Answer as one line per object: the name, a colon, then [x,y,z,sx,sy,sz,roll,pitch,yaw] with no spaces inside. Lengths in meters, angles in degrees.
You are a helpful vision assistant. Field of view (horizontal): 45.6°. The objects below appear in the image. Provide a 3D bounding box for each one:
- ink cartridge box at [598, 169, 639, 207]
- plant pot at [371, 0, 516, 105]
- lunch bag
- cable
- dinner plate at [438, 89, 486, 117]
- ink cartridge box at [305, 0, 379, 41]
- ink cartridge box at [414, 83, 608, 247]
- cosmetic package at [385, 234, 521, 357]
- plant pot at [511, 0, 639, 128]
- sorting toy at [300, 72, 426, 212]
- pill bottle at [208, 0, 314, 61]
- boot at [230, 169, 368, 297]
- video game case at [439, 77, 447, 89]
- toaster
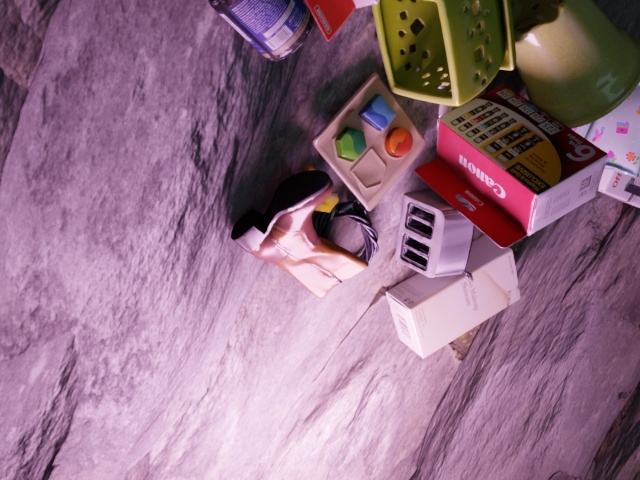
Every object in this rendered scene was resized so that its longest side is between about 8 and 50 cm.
ink cartridge box: [0.828,-0.199,2.010,0.273,0.114,0.196,15,102,-32]
plant pot: [0.263,-0.423,1.540,0.207,0.227,0.228,-28,121,-24]
lunch bag: [0.664,-0.293,1.826,0.262,0.160,0.223,21,101,9]
cable: [0.055,0.003,1.698,0.151,0.047,0.184,-30,122,-16]
dinner plate: [0.328,-0.307,1.733,0.141,0.017,0.141,-19,126,-28]
ink cartridge box: [0.028,-0.549,1.395,0.275,0.060,0.238,56,52,-33]
ink cartridge box: [0.399,-0.167,1.645,0.272,0.309,0.130,-29,142,-20]
cosmetic package: [0.329,0.135,1.869,0.310,0.113,0.160,-29,121,-15]
plant pot: [0.520,-0.427,1.647,0.276,0.276,0.254,-51,124,-2]
sorting toy: [0.085,-0.172,1.615,0.307,0.041,0.229,-49,122,-14]
pill bottle: [-0.124,-0.436,1.371,0.219,0.123,0.122,39,88,-35]
boot: [0.000,0.000,1.577,0.264,0.096,0.280,-39,125,24]
video game case: [0.318,-0.370,1.715,0.122,0.011,0.087,-45,125,-6]
toaster: [0.261,-0.012,1.725,0.110,0.186,0.167,-8,114,-35]
